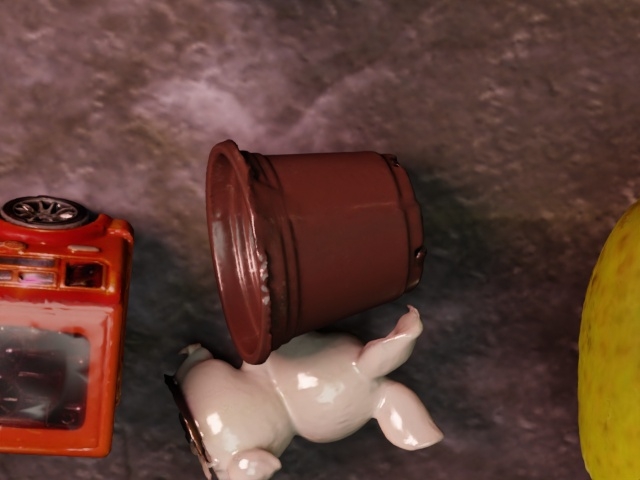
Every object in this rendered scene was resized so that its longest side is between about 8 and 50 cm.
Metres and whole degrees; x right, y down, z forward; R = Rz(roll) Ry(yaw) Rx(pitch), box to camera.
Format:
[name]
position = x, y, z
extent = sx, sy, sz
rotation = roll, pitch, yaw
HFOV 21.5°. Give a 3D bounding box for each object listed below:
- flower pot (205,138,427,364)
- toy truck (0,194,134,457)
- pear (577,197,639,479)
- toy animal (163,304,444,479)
[flower pot]
position = 0.000, 0.000, 0.811
extent = 0.089, 0.111, 0.111
rotation = -9, 111, -15
[toy truck]
position = -0.217, 0.038, 0.792
extent = 0.252, 0.114, 0.107
rotation = 4, 111, -8
[pear]
position = 0.211, 0.105, 0.791
extent = 0.176, 0.286, 0.282
rotation = -16, 112, 21
[toy animal]
position = -0.010, 0.077, 0.850
extent = 0.124, 0.085, 0.071
rotation = -21, 112, -10
